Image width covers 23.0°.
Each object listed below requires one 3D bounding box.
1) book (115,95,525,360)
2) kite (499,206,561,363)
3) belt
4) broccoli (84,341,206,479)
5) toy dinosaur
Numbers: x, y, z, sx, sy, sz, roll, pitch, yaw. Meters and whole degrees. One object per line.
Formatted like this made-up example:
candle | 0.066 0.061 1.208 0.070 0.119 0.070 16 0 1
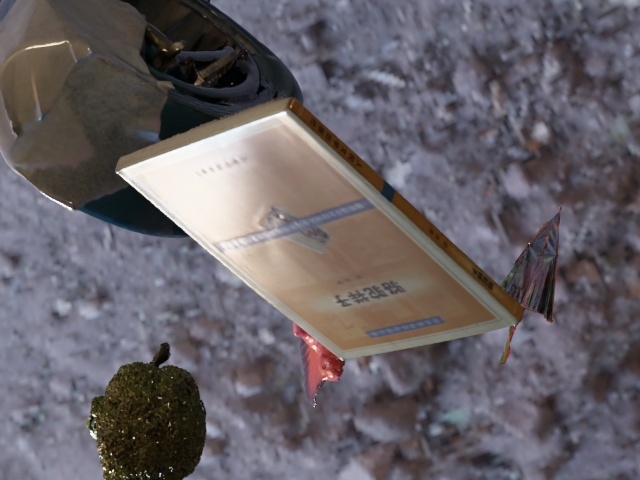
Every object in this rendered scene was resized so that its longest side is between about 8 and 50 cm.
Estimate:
book | 0.000 0.001 1.050 0.170 0.018 0.242 -15 135 43
kite | 0.199 0.043 1.482 0.010 0.190 0.159 23 92 -10
belt | -0.185 -0.153 1.567 0.173 0.300 0.436 -55 177 13
broccoli | -0.162 0.174 1.451 0.120 0.130 0.131 -5 120 40
toy dinosaur | -0.006 0.093 1.719 0.070 0.286 0.139 -2 115 -8
